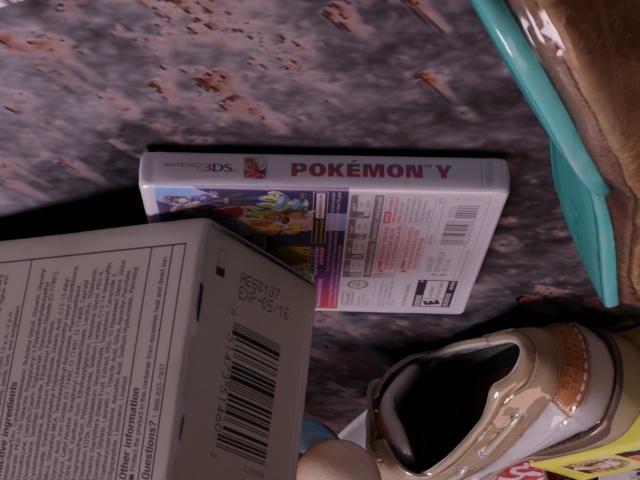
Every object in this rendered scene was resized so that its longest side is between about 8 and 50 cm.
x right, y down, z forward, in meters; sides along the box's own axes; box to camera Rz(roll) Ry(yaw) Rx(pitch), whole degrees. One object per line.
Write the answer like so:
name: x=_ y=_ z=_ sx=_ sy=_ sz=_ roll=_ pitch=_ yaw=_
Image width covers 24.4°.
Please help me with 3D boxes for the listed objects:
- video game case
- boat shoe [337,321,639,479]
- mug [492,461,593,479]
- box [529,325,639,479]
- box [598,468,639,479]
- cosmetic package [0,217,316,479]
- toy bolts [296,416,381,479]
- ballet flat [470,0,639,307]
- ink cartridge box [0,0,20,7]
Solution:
video game case: x=0.000 y=0.000 z=0.820 sx=0.183 sy=0.023 sz=0.201 roll=1 pitch=160 yaw=-1
boat shoe: x=0.081 y=0.126 z=1.042 sx=0.103 sy=0.113 sz=0.302 roll=18 pitch=144 yaw=-33
mug: x=0.142 y=0.209 z=1.244 sx=0.169 sy=0.113 sz=0.150 roll=-20 pitch=141 yaw=33
box: x=0.240 y=0.096 z=0.979 sx=0.058 sy=0.087 sz=0.232 roll=19 pitch=154 yaw=-34
box: x=0.342 y=0.193 z=1.137 sx=0.232 sy=0.148 sz=0.127 roll=10 pitch=156 yaw=-25
cosmetic package: x=-0.166 y=0.090 z=0.831 sx=0.309 sy=0.160 sz=0.113 roll=-5 pitch=157 yaw=33
toy bolts: x=-0.077 y=0.168 z=0.980 sx=0.228 sy=0.218 sz=0.158 roll=18 pitch=166 yaw=-29
ballet flat: x=0.136 y=-0.060 z=0.560 sx=0.124 sy=0.116 sz=0.342 roll=-25 pitch=154 yaw=9
ink cartridge box: x=-0.112 y=-0.120 z=0.459 sx=0.135 sy=0.056 sz=0.099 roll=-11 pitch=157 yaw=28
